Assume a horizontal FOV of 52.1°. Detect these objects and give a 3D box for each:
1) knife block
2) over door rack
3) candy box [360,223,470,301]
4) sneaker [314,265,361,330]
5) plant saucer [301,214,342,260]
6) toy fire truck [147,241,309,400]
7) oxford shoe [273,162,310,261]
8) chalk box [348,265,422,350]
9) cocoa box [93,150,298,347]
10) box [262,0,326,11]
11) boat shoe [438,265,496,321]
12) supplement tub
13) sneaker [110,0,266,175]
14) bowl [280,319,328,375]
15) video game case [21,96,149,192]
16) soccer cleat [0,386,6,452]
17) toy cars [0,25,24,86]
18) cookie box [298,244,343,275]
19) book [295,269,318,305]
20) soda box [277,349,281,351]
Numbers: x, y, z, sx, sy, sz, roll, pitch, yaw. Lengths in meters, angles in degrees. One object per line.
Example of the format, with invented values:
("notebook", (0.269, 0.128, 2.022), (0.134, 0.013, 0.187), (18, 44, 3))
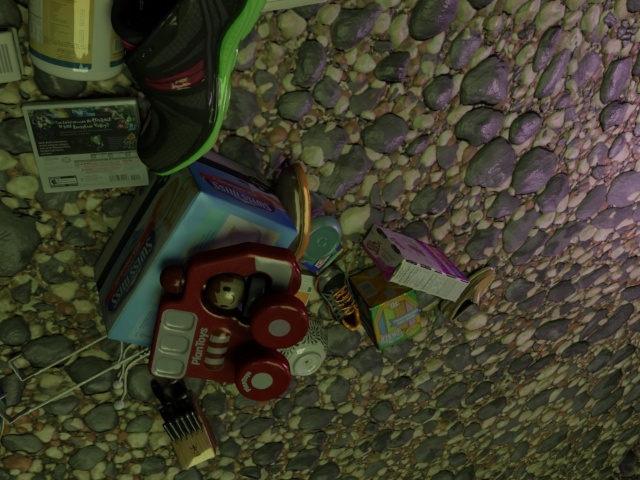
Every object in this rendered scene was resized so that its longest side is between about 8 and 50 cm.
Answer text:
("knife block", (-0.346, 0.440, 1.653), (0.088, 0.242, 0.276), (-21, 175, -10))
("over door rack", (-0.473, 0.270, 1.343), (0.324, 0.239, 0.108), (-17, 104, -15))
("candy box", (0.230, 0.056, 1.591), (0.233, 0.159, 0.071), (20, 112, -35))
("sneaker", (0.052, 0.142, 1.603), (0.084, 0.083, 0.215), (-37, 138, -10))
("plant saucer", (0.000, 0.000, 1.474), (0.119, 0.021, 0.119), (-15, 126, -21))
("toy fire truck", (-0.166, 0.137, 1.163), (0.253, 0.169, 0.302), (9, 120, -14))
("oxford shoe", (-0.112, -0.001, 1.404), (0.132, 0.130, 0.364), (2, 123, -23))
("chalk box", (0.171, 0.180, 1.672), (0.132, 0.132, 0.213), (-24, 132, -9))
("cocoa box", (-0.253, 0.022, 1.280), (0.231, 0.228, 0.347), (23, 111, -37))
("box", (-0.079, -0.535, 1.029), (0.148, 0.121, 0.311), (-14, 129, -17))
("boat shoe", (0.420, 0.154, 1.814), (0.190, 0.072, 0.068), (-45, 130, 9))
("supplement tub", (-0.368, -0.361, 0.998), (0.144, 0.144, 0.200), (-2, 124, -25))
("sneaker", (-0.232, -0.305, 1.022), (0.202, 0.185, 0.483), (0, 139, -28))
("bowl", (-0.046, 0.294, 1.682), (0.170, 0.080, 0.170), (-13, 128, -17))
("video game case", (-0.416, -0.170, 1.176), (0.190, 0.022, 0.173), (-5, 127, -9))
("soccer cleat", (-0.737, 0.436, 1.416), (0.093, 0.121, 0.289), (4, 122, -29))
("toy cars", (-0.629, -0.315, 0.941), (0.393, 0.087, 0.176), (31, 107, -39))
("cookie box", (-0.014, 0.019, 1.521), (0.092, 0.040, 0.107), (-46, 131, 9))
("book", (-0.077, 0.136, 1.583), (0.096, 0.035, 0.144), (12, 117, -30))
("soda box", (-0.119, 0.218, 1.536), (0.073, 0.069, 0.216), (-4, 154, -24))
